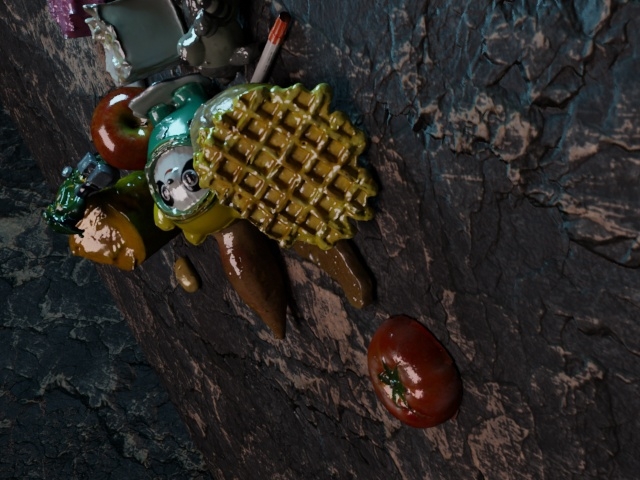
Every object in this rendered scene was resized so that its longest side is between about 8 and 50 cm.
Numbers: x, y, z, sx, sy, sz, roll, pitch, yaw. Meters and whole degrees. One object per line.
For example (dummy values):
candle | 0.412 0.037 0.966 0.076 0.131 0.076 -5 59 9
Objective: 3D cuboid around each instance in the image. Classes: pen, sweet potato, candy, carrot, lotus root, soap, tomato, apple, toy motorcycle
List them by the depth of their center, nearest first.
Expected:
lotus root | -0.115 -0.192 1.326 0.180 0.188 0.199 -24 68 42
tomato | 0.159 0.250 1.331 0.225 0.085 0.225 42 144 42
pen | -0.098 -0.343 1.344 0.028 0.028 0.239 59 153 10
candy | -0.408 -0.464 1.626 0.137 0.195 0.184 3 119 65
sweet potato | -0.151 0.087 1.689 0.131 0.131 0.336 -7 106 62
apple | -0.481 -0.287 1.870 0.230 0.230 0.229 41 145 38
soap | -0.662 -0.708 1.929 0.220 0.127 0.324 46 147 30
toy motorcycle | -0.648 -0.118 1.931 0.125 0.274 0.187 30 -159 -43
carrot | -0.543 -0.064 2.080 0.242 0.341 0.241 33 146 25

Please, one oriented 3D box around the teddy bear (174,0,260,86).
teddy bear | -0.200 -0.398 1.357 0.171 0.144 0.250 17 129 46

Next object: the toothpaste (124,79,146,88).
toothpaste | -0.510 -0.427 1.972 0.100 0.066 0.323 28 140 43

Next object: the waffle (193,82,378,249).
waffle | -0.058 -0.116 1.243 0.060 0.307 0.311 -64 -47 -67

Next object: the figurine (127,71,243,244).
figurine | -0.272 -0.174 1.586 0.324 0.231 0.340 -25 80 28

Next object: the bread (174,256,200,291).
bread | -0.427 0.113 2.278 0.115 0.056 0.082 57 151 14

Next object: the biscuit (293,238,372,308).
biscuit | 0.005 -0.003 1.429 0.319 0.047 0.183 51 152 25
